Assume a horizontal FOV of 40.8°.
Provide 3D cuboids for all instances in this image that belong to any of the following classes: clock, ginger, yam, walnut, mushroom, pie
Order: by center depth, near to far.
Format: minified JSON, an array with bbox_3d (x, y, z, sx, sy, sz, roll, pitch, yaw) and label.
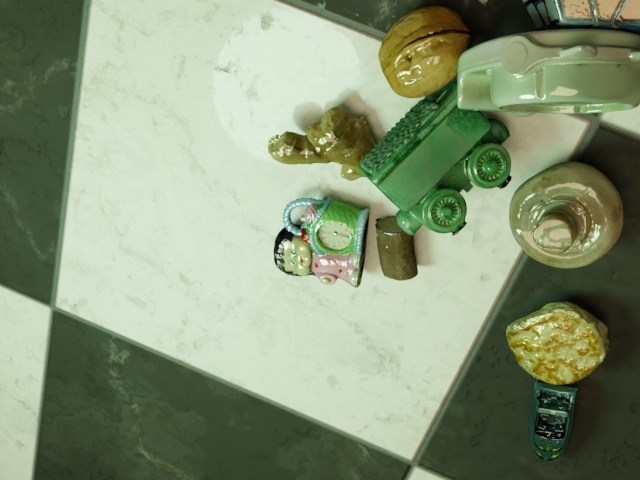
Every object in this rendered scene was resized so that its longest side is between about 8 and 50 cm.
[{"bbox_3d":[0.378,-0.257,1.337,0.265,0.324,0.108,1,94,-13],"label":"clock"},{"bbox_3d":[0.182,-0.331,1.500,0.180,0.144,0.144,-25,111,41],"label":"walnut"},{"bbox_3d":[0.453,-0.038,1.559,0.206,0.209,0.206,-3,112,-7],"label":"mushroom"},{"bbox_3d":[0.069,-0.172,1.674,0.334,0.081,0.148,20,111,-6],"label":"ginger"},{"bbox_3d":[0.485,0.205,1.761,0.179,0.084,0.205,47,126,-11],"label":"pie"},{"bbox_3d":[0.157,0.017,1.764,0.084,0.084,0.127,2,118,19],"label":"yam"},{"bbox_3d":[0.000,0.000,1.799,0.195,0.100,0.194,9,120,11],"label":"clock"}]

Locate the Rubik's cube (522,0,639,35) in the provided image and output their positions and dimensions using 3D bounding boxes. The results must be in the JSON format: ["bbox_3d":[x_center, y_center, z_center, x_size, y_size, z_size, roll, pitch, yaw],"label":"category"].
[{"bbox_3d":[0.425,-0.439,1.261,0.319,0.319,0.264,5,97,17],"label":"Rubik's cube"}]

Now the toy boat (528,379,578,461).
[{"bbox_3d":[0.501,0.395,1.867,0.093,0.103,0.246,7,126,15],"label":"toy boat"}]

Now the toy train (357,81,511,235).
[{"bbox_3d":[0.218,-0.139,1.561,0.266,0.145,0.202,-45,108,3],"label":"toy train"}]
